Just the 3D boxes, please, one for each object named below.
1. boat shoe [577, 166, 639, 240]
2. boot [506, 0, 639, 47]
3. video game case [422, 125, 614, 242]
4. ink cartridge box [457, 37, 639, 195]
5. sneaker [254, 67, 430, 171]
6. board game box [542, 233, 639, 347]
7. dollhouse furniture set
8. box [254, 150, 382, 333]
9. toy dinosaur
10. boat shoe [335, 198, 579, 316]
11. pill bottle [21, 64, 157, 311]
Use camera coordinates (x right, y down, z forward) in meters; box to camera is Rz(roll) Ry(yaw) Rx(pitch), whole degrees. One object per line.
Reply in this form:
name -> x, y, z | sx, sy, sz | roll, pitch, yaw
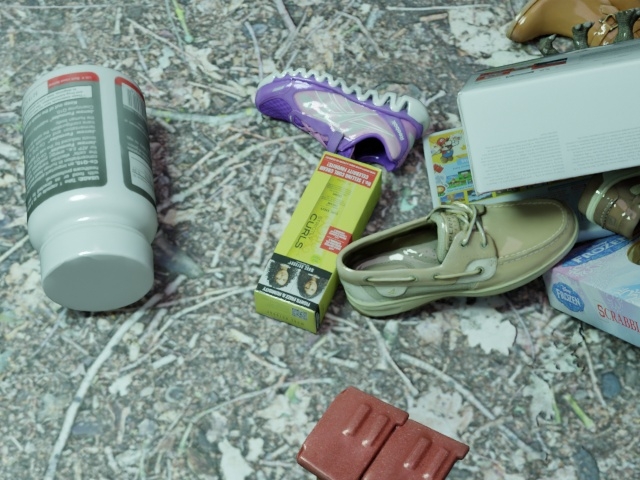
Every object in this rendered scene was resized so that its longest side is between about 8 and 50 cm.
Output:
boat shoe -> 0.432, -0.056, 1.839 | 0.257, 0.095, 0.095 | -22, 49, -35
boot -> 0.374, -0.293, 2.080 | 0.197, 0.073, 0.152 | -31, 72, -9
video game case -> 0.256, -0.074, 1.926 | 0.227, 0.026, 0.206 | -13, 57, 10
ink cartridge box -> 0.340, -0.166, 1.829 | 0.309, 0.272, 0.130 | -10, 101, 13
sneaker -> 0.021, -0.153, 1.972 | 0.236, 0.095, 0.104 | 14, 67, 7
board game box -> 0.474, 0.027, 1.761 | 0.319, 0.066, 0.318 | -23, 18, -16
dollhouse furniture set -> -0.007, 0.364, 1.567 | 0.152, 0.201, 0.374 | 28, 60, 16
box -> 0.000, 0.000, 1.887 | 0.087, 0.058, 0.232 | 20, 59, 12
toy dinosaur -> 0.383, -0.216, 1.995 | 0.314, 0.121, 0.160 | -16, 91, 4
boat shoe -> 0.168, 0.007, 1.825 | 0.302, 0.098, 0.109 | -16, 55, 6
pill bottle -> -0.289, -0.065, 1.863 | 0.161, 0.161, 0.283 | -6, 58, -5
